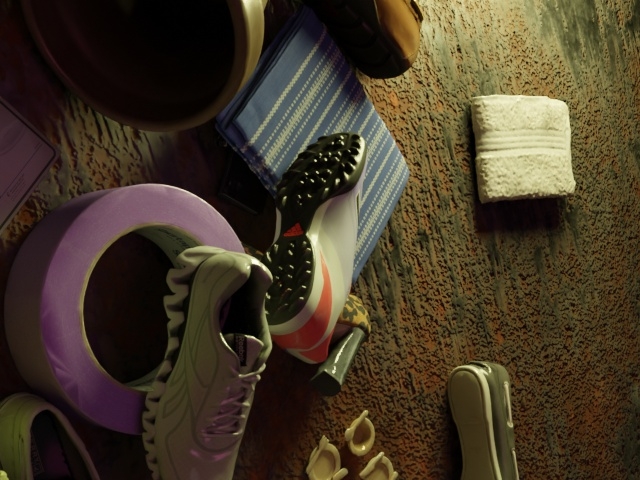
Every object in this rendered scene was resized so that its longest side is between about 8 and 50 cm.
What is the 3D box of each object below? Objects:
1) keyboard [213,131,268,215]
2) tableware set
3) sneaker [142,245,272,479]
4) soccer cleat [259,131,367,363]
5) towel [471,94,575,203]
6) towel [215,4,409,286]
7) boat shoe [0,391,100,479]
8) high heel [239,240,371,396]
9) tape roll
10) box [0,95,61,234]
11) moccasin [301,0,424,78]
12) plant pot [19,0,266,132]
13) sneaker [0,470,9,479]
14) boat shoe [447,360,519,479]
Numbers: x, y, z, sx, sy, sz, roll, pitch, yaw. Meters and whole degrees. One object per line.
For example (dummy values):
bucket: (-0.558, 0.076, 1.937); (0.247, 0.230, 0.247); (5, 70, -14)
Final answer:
keyboard: (-0.096, -0.133, 1.142); (0.108, 0.023, 0.180); (31, 67, -44)
tableware set: (0.049, 0.337, 1.257); (0.141, 0.020, 0.168); (-41, 116, -36)
sneaker: (-0.113, 0.150, 0.927); (0.110, 0.118, 0.292); (8, 84, -45)
soccer cleat: (0.000, 0.000, 1.082); (0.116, 0.109, 0.318); (57, 38, -42)
towel: (0.371, -0.164, 1.565); (0.282, 0.049, 0.187); (-7, 92, -43)
towel: (0.004, -0.125, 1.213); (0.336, 0.040, 0.243); (54, 53, -36)
boat shoe: (-0.266, 0.285, 0.915); (0.096, 0.088, 0.267); (-22, 103, -42)
high heel: (-0.035, 0.065, 1.174); (0.261, 0.093, 0.186); (51, 31, -13)
tape roll: (-0.207, 0.076, 0.982); (0.275, 0.090, 0.274); (4, 85, -44)
box: (-0.408, -0.112, 0.801); (0.290, 0.087, 0.169); (47, 58, -31)
moccasin: (0.032, -0.394, 1.193); (0.380, 0.139, 0.147); (42, 60, -34)
plant pot: (-0.161, -0.285, 0.963); (0.263, 0.263, 0.229); (60, 34, -24)
sneaker: (-0.374, 0.252, 0.790); (0.384, 0.145, 0.147); (56, 37, -19)
boat shoe: (0.280, 0.362, 1.412); (0.096, 0.112, 0.335); (-2, 86, -39)
